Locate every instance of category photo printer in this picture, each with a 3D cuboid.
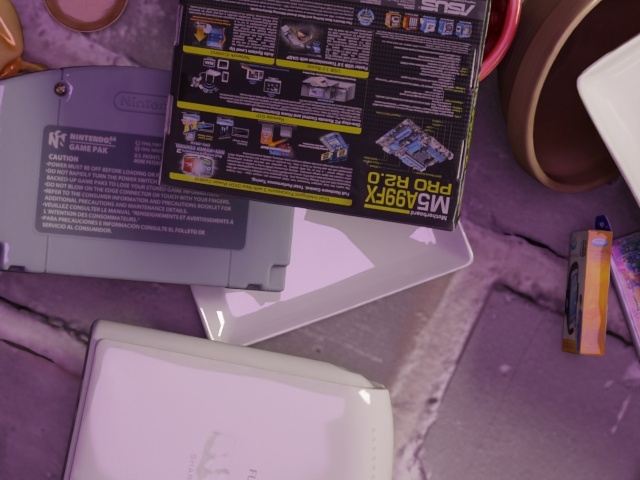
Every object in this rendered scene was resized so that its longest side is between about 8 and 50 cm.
[{"bbox_3d":[-0.088,0.225,1.753,0.307,0.107,0.256,12,92,-9],"label":"photo printer"}]

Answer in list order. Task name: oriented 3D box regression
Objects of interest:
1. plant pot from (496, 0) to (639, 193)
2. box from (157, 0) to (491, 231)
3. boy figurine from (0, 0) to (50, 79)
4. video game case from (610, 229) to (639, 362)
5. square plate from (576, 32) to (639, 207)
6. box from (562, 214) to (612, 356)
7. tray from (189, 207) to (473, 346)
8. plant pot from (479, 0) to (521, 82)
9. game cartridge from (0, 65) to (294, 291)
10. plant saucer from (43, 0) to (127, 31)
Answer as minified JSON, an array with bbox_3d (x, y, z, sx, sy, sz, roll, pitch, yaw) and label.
[{"bbox_3d":[0.245,-0.172,1.777,0.237,0.237,0.110,-49,53,-4],"label":"plant pot"},{"bbox_3d":[0.003,-0.136,1.643,0.270,0.060,0.216,8,104,6],"label":"box"},{"bbox_3d":[-0.355,-0.176,1.756,0.285,0.092,0.177,40,82,-1],"label":"boy figurine"},{"bbox_3d":[0.369,0.054,1.855,0.143,0.019,0.157,-19,91,-5],"label":"video game case"},{"bbox_3d":[0.435,-0.107,1.792,0.344,0.049,0.347,-35,114,-12],"label":"square plate"},{"bbox_3d":[0.259,0.043,1.813,0.028,0.081,0.136,3,88,-5],"label":"box"},{"bbox_3d":[0.000,0.000,1.815,0.270,0.030,0.145,-19,91,-6],"label":"tray"},{"bbox_3d":[0.080,-0.217,1.755,0.191,0.174,0.191,0,89,-6],"label":"plant pot"},{"bbox_3d":[-0.165,-0.060,1.724,0.297,0.062,0.198,6,86,-22],"label":"game cartridge"},{"bbox_3d":[-0.227,-0.241,1.806,0.083,0.015,0.083,0,88,-5],"label":"plant saucer"}]
